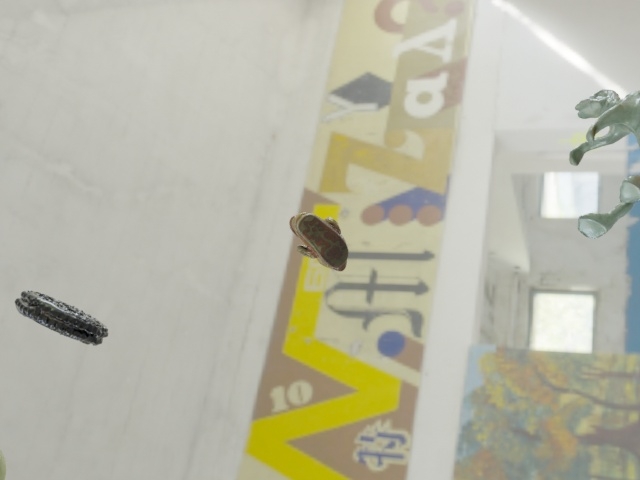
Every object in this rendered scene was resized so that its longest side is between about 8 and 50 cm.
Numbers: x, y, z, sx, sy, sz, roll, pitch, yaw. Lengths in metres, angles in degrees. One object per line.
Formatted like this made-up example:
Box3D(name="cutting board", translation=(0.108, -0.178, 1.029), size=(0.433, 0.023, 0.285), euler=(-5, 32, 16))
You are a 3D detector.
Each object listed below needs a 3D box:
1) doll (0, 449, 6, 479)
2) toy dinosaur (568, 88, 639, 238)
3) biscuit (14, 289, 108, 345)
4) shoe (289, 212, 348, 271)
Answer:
Box3D(name="doll", translation=(-0.623, 0.445, 1.566), size=(0.117, 0.141, 0.296), euler=(-69, -20, -60))
Box3D(name="toy dinosaur", translation=(0.380, -0.088, 0.937), size=(0.205, 0.393, 0.092), euler=(-44, -61, -17))
Box3D(name="biscuit", translation=(-0.514, 0.154, 1.741), size=(0.053, 0.195, 0.194), euler=(-63, -24, -6))
Box3D(name="shoe", translation=(0.000, -0.004, 1.334), size=(0.109, 0.069, 0.072), euler=(28, -93, -26))
